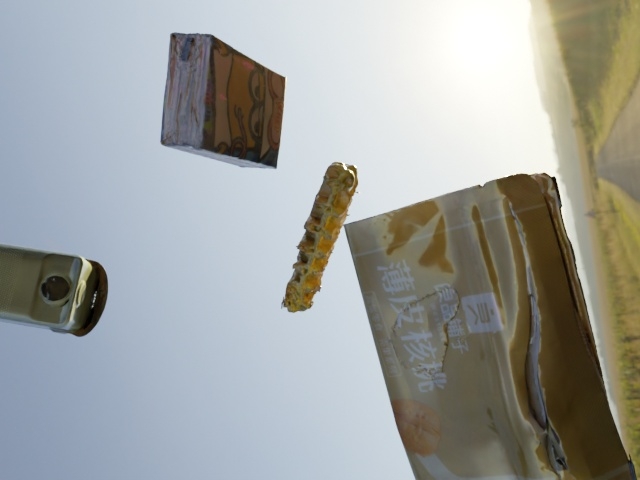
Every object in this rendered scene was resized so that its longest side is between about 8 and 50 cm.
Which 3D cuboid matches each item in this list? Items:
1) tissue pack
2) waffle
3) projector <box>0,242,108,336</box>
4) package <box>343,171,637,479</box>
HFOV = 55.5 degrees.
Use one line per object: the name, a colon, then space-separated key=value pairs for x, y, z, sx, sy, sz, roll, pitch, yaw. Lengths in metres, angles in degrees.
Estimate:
tissue pack: x=-0.098 y=-0.144 z=0.657 sx=0.155 sy=0.065 sz=0.115 roll=4 pitch=-87 yaw=-64
waffle: x=0.000 y=0.000 z=0.721 sx=0.160 sy=0.046 sz=0.191 roll=-1 pitch=-68 yaw=-88
projector: x=-0.573 y=0.103 z=1.263 sx=0.177 sy=0.243 sz=0.163 roll=123 pitch=158 yaw=-76
package: x=0.176 y=0.100 z=0.591 sx=0.165 sy=0.222 sz=0.311 roll=169 pitch=87 yaw=-78
